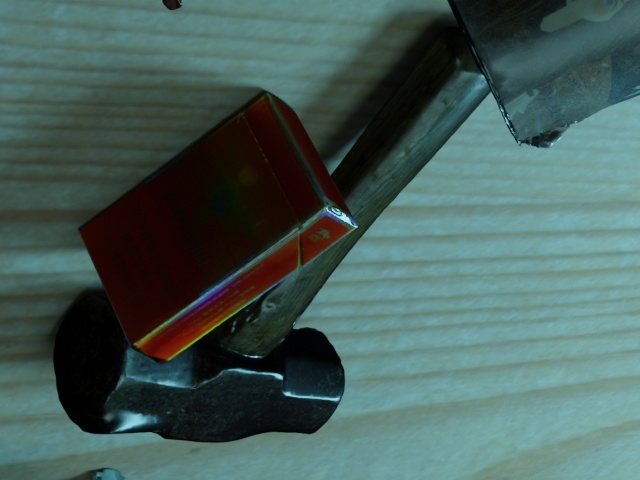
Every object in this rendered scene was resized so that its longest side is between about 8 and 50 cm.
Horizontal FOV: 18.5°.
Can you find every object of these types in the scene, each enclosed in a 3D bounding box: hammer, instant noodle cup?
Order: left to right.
[{"bbox_3d":[0.000,0.000,1.464,0.242,0.095,0.409,12,128,-46],"label":"hammer"},{"bbox_3d":[0.180,-0.180,1.246,0.207,0.217,0.217,-24,149,7],"label":"instant noodle cup"}]

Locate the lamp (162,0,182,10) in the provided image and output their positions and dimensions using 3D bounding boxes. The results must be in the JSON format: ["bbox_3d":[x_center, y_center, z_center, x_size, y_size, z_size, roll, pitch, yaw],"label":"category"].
[{"bbox_3d":[-0.079,-0.183,1.196,0.083,0.031,0.063,-39,148,8],"label":"lamp"}]

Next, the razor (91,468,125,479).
[{"bbox_3d":[-0.218,0.256,1.700,0.135,0.068,0.040,-33,147,30],"label":"razor"}]

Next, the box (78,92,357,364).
[{"bbox_3d":[-0.073,-0.008,1.372,0.175,0.112,0.048,-35,148,12],"label":"box"}]
